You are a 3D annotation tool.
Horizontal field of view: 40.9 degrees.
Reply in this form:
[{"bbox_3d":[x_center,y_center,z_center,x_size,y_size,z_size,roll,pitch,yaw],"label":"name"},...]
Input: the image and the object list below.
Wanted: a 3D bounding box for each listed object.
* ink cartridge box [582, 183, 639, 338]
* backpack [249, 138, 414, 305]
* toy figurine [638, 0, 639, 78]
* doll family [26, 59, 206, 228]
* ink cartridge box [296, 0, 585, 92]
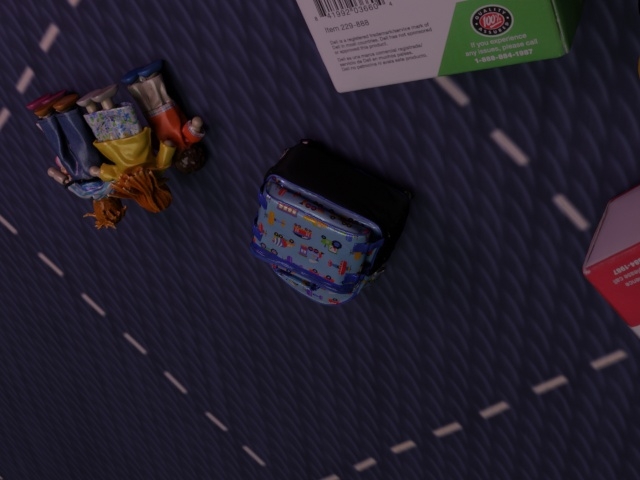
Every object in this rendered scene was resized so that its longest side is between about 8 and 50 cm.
[{"bbox_3d":[0.417,0.058,0.739,0.306,0.131,0.226,46,134,-11],"label":"ink cartridge box"},{"bbox_3d":[0.000,0.000,0.949,0.158,0.117,0.173,29,136,9],"label":"backpack"},{"bbox_3d":[0.282,-0.154,0.579,0.148,0.213,0.210,-18,157,33],"label":"toy figurine"},{"bbox_3d":[-0.257,-0.096,1.021,0.263,0.118,0.163,-7,120,34],"label":"doll family"},{"bbox_3d":[0.067,-0.278,0.666,0.211,0.121,0.289,-2,130,32],"label":"ink cartridge box"}]
